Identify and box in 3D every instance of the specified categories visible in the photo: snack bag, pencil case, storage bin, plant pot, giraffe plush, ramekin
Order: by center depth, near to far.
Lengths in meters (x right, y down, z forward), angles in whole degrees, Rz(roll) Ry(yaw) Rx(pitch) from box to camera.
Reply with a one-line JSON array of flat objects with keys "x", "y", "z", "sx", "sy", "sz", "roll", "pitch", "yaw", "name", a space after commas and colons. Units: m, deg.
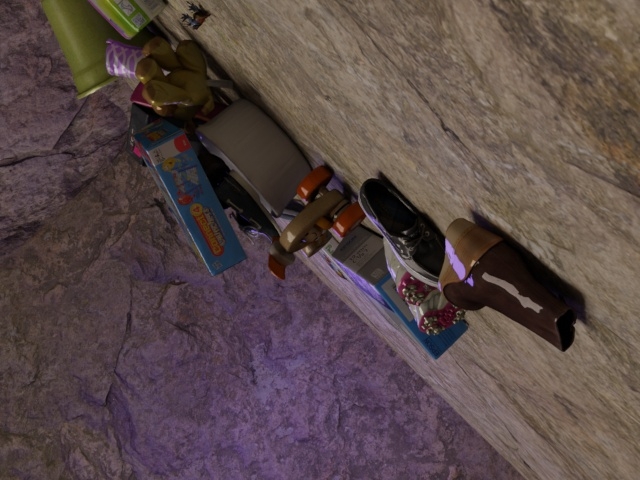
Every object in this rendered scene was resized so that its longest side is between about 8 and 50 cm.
[{"x": -0.321, "y": -0.339, "z": 1.824, "sx": 0.210, "sy": 0.181, "sz": 0.170, "roll": 18, "pitch": 159, "yaw": -16, "name": "giraffe plush"}, {"x": -0.147, "y": -0.196, "z": 1.854, "sx": 0.277, "sy": 0.135, "sz": 0.277, "roll": 45, "pitch": 174, "yaw": 7, "name": "ramekin"}, {"x": -0.412, "y": -0.429, "z": 1.937, "sx": 0.086, "sy": 0.206, "sz": 0.088, "roll": -77, "pitch": -8, "yaw": -51, "name": "pencil case"}, {"x": -0.319, "y": -0.226, "z": 1.973, "sx": 0.135, "sy": 0.098, "sz": 0.091, "roll": 9, "pitch": -171, "yaw": 20, "name": "storage bin"}, {"x": -0.576, "y": -0.545, "z": 2.083, "sx": 0.254, "sy": 0.276, "sz": 0.276, "roll": 61, "pitch": 169, "yaw": -19, "name": "plant pot"}, {"x": -0.182, "y": -0.122, "z": 2.200, "sx": 0.342, "sy": 0.037, "sz": 0.323, "roll": 28, "pitch": -169, "yaw": 41, "name": "snack bag"}]

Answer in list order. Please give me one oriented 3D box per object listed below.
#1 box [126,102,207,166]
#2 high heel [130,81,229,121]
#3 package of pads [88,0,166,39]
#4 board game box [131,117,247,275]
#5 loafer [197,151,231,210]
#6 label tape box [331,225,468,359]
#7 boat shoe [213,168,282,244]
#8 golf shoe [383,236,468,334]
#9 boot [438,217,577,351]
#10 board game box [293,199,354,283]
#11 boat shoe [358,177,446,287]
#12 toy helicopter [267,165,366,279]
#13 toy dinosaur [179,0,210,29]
[{"x": -0.368, "y": -0.273, "z": 2.172, "sx": 0.270, "sy": 0.143, "sz": 0.165, "roll": 3, "pitch": -163, "yaw": -29, "name": "box"}, {"x": -0.296, "y": -0.289, "z": 2.037, "sx": 0.377, "sy": 0.181, "sz": 0.127, "roll": 46, "pitch": 174, "yaw": 4, "name": "high heel"}, {"x": -0.463, "y": -0.565, "z": 1.777, "sx": 0.229, "sy": 0.101, "sz": 0.296, "roll": 47, "pitch": 173, "yaw": -20, "name": "package of pads"}, {"x": -0.296, "y": -0.104, "z": 1.776, "sx": 0.308, "sy": 0.086, "sz": 0.302, "roll": 65, "pitch": 169, "yaw": -19, "name": "board game box"}, {"x": -0.231, "y": -0.141, "z": 1.842, "sx": 0.078, "sy": 0.080, "sz": 0.220, "roll": 55, "pitch": 169, "yaw": 21, "name": "loafer"}, {"x": 0.153, "y": 0.101, "z": 1.849, "sx": 0.249, "sy": 0.115, "sz": 0.348, "roll": 49, "pitch": 172, "yaw": -26, "name": "label tape box"}, {"x": -0.159, "y": -0.058, "z": 1.810, "sx": 0.095, "sy": 0.079, "sz": 0.254, "roll": 43, "pitch": 173, "yaw": 33, "name": "boat shoe"}, {"x": 0.198, "y": 0.075, "z": 1.515, "sx": 0.140, "sy": 0.115, "sz": 0.306, "roll": 62, "pitch": -177, "yaw": 33, "name": "golf shoe"}, {"x": 0.262, "y": 0.090, "z": 1.132, "sx": 0.207, "sy": 0.090, "sz": 0.248, "roll": 45, "pitch": 171, "yaw": 30, "name": "boot"}, {"x": 0.000, "y": 0.000, "z": 2.502, "sx": 0.305, "sy": 0.053, "sz": 0.193, "roll": 48, "pitch": 173, "yaw": -12, "name": "board game box"}, {"x": 0.146, "y": -0.017, "z": 1.337, "sx": 0.228, "sy": 0.080, "sz": 0.076, "roll": 53, "pitch": 177, "yaw": 12, "name": "boat shoe"}, {"x": -0.026, "y": -0.008, "z": 1.778, "sx": 0.140, "sy": 0.235, "sz": 0.355, "roll": 45, "pitch": 174, "yaw": 9, "name": "toy helicopter"}, {"x": -0.230, "y": -0.408, "z": 1.499, "sx": 0.090, "sy": 0.047, "sz": 0.082, "roll": 33, "pitch": -172, "yaw": 20, "name": "toy dinosaur"}]
